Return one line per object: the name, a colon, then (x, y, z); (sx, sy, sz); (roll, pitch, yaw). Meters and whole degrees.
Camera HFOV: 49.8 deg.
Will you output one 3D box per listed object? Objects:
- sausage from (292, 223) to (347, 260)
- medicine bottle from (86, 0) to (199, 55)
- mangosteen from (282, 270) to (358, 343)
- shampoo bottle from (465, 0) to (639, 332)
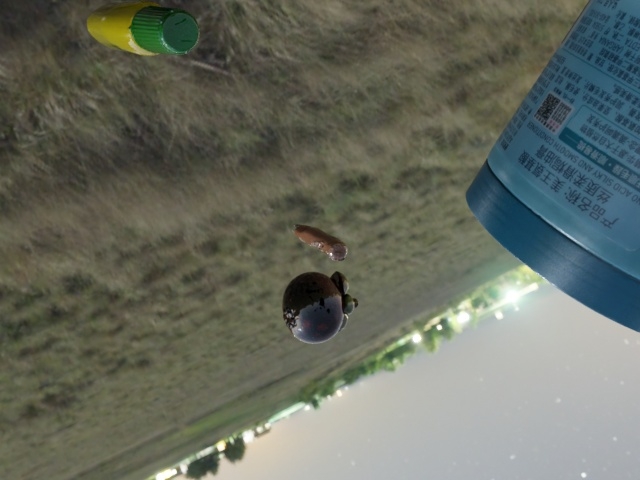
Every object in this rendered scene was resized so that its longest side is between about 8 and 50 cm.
sausage: (0.000, 0.000, 1.171); (0.036, 0.042, 0.158); (-45, -150, -10)
medicine bottle: (-0.207, -0.253, 0.821); (0.094, 0.064, 0.260); (-3, -163, -29)
mangosteen: (0.001, 0.162, 1.715); (0.199, 0.200, 0.200); (-25, 169, -5)
shampoo bottle: (0.403, -0.115, 0.831); (0.331, 0.331, 0.343); (-10, 134, -55)
